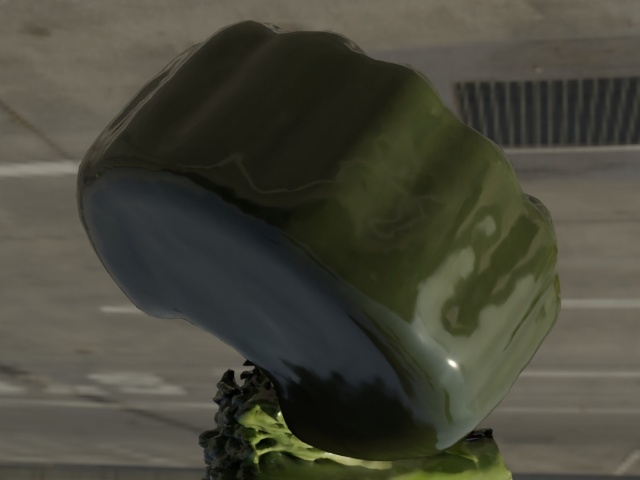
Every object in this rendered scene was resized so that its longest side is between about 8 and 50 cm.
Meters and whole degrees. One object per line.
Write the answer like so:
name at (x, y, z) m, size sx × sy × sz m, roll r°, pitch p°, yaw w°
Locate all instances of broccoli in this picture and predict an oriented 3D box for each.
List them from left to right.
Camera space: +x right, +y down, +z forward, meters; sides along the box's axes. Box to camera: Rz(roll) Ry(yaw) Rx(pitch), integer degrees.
broccoli at (0.020, 0.254, 1.145) m, size 0.272 × 0.334 × 0.324 m, roll -8°, pitch 163°, yaw -22°

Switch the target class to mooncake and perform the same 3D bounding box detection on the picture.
mooncake at (0.000, 0.000, 0.924) m, size 0.351 × 0.187 × 0.351 m, roll 33°, pitch 154°, yaw 18°
